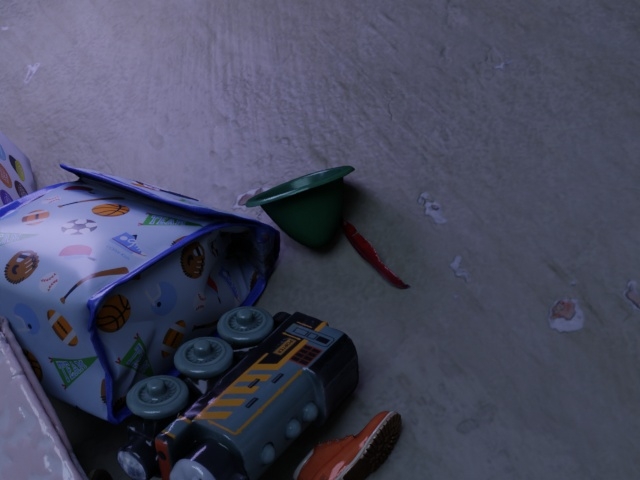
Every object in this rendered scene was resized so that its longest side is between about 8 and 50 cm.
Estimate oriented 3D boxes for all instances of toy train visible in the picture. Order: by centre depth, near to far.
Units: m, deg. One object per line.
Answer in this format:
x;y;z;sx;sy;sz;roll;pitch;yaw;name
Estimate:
-0.098;0.203;1.264;0.190;0.142;0.334;17;36;30;toy train

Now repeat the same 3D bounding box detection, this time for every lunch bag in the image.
-0.290;0.035;1.422;0.328;0.238;0.385;17;33;30;lunch bag

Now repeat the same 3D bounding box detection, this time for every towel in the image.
-0.450;0.309;1.232;0.332;0.053;0.317;-41;65;7;towel

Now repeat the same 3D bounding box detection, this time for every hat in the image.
0.000;0.000;1.482;0.173;0.183;0.208;-21;9;-7;hat

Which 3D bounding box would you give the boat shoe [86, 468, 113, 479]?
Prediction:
-0.325;0.398;1.322;0.072;0.068;0.190;-12;54;27;boat shoe

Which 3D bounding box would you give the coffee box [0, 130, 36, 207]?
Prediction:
-0.662;-0.028;1.560;0.338;0.334;0.337;-27;54;5;coffee box

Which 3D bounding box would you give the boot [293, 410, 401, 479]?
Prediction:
0.033;0.268;1.274;0.158;0.059;0.085;-47;50;-11;boot
